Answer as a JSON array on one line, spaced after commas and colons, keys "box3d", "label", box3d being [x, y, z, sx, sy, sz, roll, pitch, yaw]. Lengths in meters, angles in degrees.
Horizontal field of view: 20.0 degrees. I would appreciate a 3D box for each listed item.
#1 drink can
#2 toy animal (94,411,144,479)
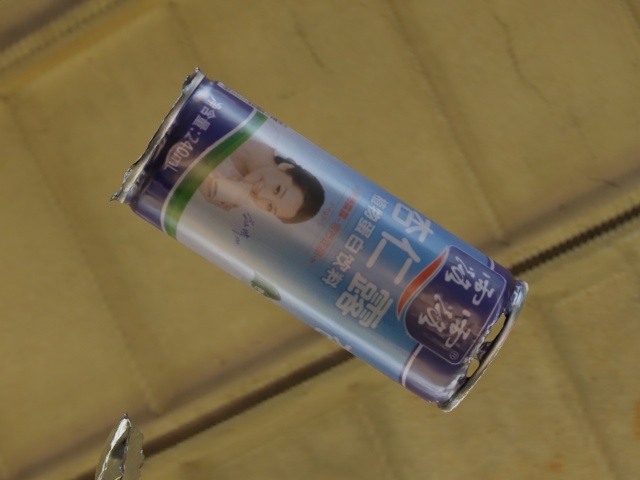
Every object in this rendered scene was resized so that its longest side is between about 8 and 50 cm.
[{"box3d": [0.000, 0.000, 1.070, 0.235, 0.097, 0.097, 33, -80, -5], "label": "drink can"}, {"box3d": [-0.065, 0.154, 0.747, 0.214, 0.093, 0.186, -145, -118, -67], "label": "toy animal"}]
